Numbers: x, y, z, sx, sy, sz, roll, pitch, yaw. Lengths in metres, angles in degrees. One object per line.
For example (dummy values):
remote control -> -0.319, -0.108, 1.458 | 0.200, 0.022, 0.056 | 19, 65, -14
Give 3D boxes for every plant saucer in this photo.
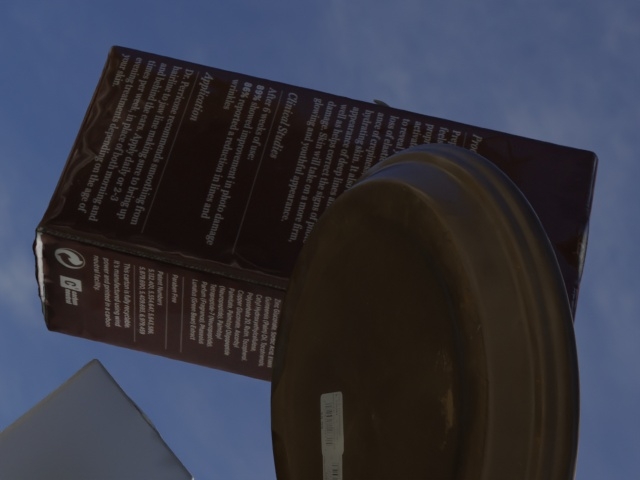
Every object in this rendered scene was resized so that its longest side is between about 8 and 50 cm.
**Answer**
plant saucer -> 0.041, 0.086, 0.882 | 0.278, 0.041, 0.278 | -10, -101, 62

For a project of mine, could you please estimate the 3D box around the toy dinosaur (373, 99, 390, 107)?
toy dinosaur -> 0.126, 0.034, 1.468 | 0.160, 0.121, 0.313 | 21, -60, 54

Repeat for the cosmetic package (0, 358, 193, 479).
cosmetic package -> -0.213, 0.198, 1.147 | 0.117, 0.231, 0.085 | 52, -34, 0

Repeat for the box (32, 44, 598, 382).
box -> 0.000, 0.000, 1.244 | 0.381, 0.191, 0.143 | 13, -36, 4
